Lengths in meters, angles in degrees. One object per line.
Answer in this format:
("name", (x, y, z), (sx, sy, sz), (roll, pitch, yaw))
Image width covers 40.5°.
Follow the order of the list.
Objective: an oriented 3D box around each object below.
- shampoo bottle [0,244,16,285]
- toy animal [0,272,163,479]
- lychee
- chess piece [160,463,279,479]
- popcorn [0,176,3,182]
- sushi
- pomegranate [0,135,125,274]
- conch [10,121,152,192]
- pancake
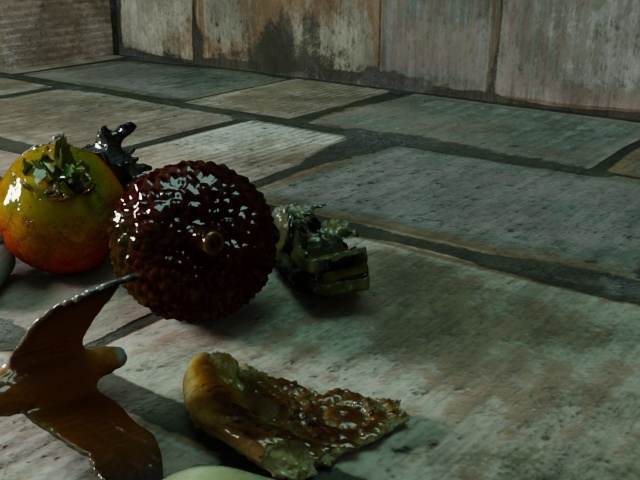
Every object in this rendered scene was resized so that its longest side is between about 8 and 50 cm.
("shampoo bottle", (-0.506, 0.042, 1.340), (0.056, 0.056, 0.195), (-1, 19, -4))
("toy animal", (-0.324, 0.172, 0.898), (0.284, 0.225, 0.302), (-11, 1, -22))
("lychee", (-0.183, 0.002, 1.218), (0.236, 0.236, 0.271), (-9, -3, -25))
("chess piece", (-0.101, 0.299, 0.493), (0.182, 0.182, 0.330), (7, 26, 16))
("popcorn", (-0.634, -0.080, 1.623), (0.097, 0.109, 0.089), (28, -30, -29))
("sushi", (0.000, 0.007, 1.349), (0.139, 0.131, 0.291), (-8, 13, -17))
("pomegranate", (-0.404, -0.056, 1.363), (0.210, 0.235, 0.210), (9, 55, -13))
("conch", (-0.447, -0.117, 1.547), (0.313, 0.186, 0.241), (-9, -8, 20))
("pancake", (-0.027, 0.179, 0.966), (0.244, 0.057, 0.266), (-3, 19, -12))
